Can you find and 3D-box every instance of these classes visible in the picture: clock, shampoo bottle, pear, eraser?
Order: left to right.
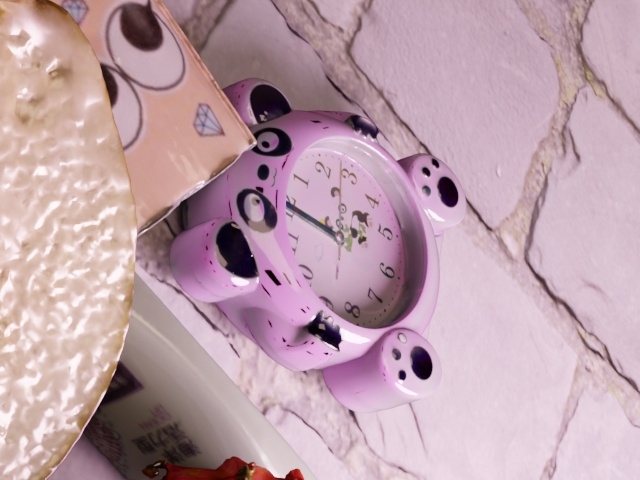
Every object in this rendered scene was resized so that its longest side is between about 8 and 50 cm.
[{"bbox_3d":[-0.292,0.015,0.978,0.340,0.191,0.386,26,85,-42],"label":"pear"},{"bbox_3d":[-0.190,-0.140,1.218,0.171,0.087,0.290,-41,100,-39],"label":"eraser"},{"bbox_3d":[-0.103,0.121,1.191,0.359,0.134,0.078,51,47,-20],"label":"shampoo bottle"},{"bbox_3d":[0.000,0.000,1.380,0.248,0.090,0.227,31,54,-32],"label":"clock"}]

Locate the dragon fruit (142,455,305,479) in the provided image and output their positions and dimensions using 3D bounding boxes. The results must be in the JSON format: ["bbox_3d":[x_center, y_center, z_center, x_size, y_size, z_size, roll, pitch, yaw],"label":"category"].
[{"bbox_3d":[-0.095,0.252,1.099,0.268,0.210,0.205,-24,79,-4],"label":"dragon fruit"}]
